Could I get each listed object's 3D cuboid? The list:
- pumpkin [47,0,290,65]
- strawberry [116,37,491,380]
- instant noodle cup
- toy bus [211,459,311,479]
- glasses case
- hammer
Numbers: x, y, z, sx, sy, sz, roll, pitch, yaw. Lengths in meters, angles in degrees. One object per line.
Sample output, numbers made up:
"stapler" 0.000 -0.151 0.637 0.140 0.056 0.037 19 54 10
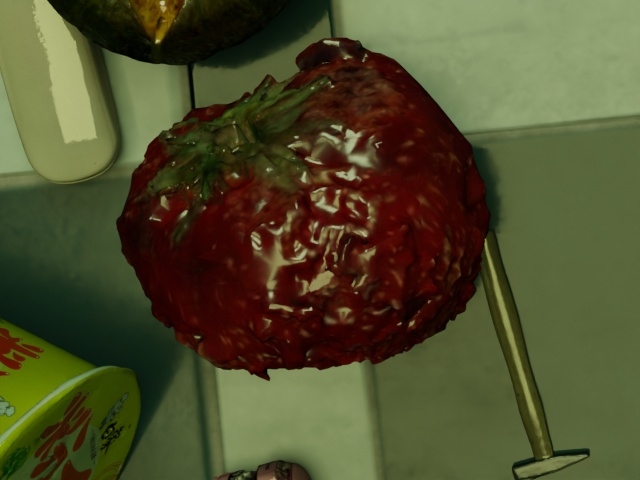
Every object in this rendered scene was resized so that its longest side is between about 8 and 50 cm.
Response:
"pumpkin" -0.110 -0.251 1.303 0.238 0.159 0.238 0 108 -1
"strawberry" 0.000 0.000 1.285 0.274 0.274 0.220 -28 127 10
"instant noodle cup" -0.315 0.168 1.314 0.221 0.311 0.311 32 99 15
"toy bus" -0.026 0.276 1.380 0.090 0.063 0.203 -18 93 7
"glasses case" -0.215 -0.146 1.381 0.081 0.051 0.204 -13 92 9
"hammer" 0.156 0.087 1.359 0.062 0.013 0.199 -15 92 10
